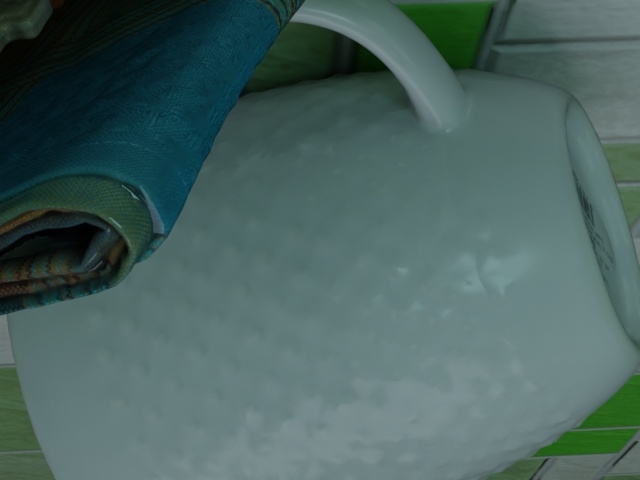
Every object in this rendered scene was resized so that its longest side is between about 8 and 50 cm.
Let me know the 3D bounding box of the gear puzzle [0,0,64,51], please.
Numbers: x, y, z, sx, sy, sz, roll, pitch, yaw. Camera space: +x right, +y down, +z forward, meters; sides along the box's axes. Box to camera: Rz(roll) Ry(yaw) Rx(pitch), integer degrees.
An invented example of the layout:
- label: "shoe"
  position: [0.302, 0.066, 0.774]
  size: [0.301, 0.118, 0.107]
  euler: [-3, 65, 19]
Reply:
- label: "gear puzzle"
  position: [-0.174, -0.074, 0.716]
  size: [0.175, 0.339, 0.044]
  euler: [-11, 121, 18]

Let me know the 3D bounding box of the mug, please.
- label: "mug"
  position: [0.000, 0.000, 1.046]
  size: [0.328, 0.276, 0.374]
  euler: [-16, 127, 17]

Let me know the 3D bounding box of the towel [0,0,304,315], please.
- label: "towel"
  position: [-0.110, -0.064, 0.719]
  size: [0.271, 0.370, 0.040]
  euler: [-19, 114, 29]
